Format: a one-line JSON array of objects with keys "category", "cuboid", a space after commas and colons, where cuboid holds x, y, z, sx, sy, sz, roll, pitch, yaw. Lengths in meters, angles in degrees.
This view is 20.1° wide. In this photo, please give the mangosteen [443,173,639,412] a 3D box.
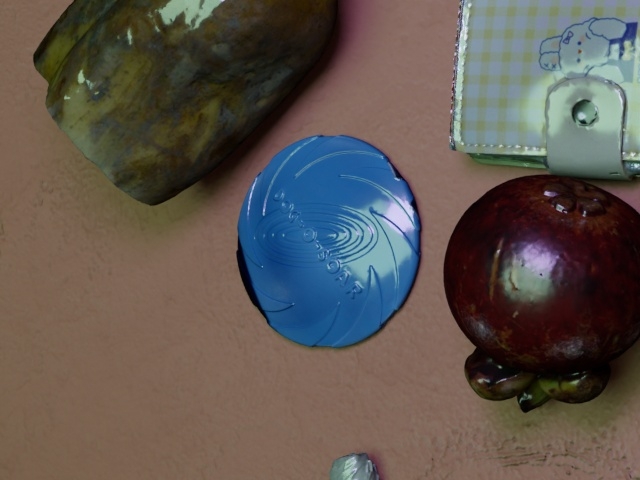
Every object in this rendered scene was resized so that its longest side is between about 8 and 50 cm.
[{"category": "mangosteen", "cuboid": [0.222, 0.063, 1.788, 0.215, 0.215, 0.257, 28, 121, 30]}]

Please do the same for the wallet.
[{"category": "wallet", "cuboid": [0.285, -0.173, 1.832, 0.309, 0.077, 0.223, 6, 87, 31]}]

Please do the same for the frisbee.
[{"category": "frisbee", "cuboid": [0.000, 0.000, 2.013, 0.242, 0.045, 0.242, -3, 85, 32]}]

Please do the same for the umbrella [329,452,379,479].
[{"category": "umbrella", "cuboid": [0.046, 0.303, 1.964, 0.067, 0.062, 0.143, -14, 78, -1]}]

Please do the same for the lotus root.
[{"category": "lotus root", "cuboid": [-0.137, -0.229, 1.999, 0.346, 0.250, 0.250, -41, 68, 23]}]
